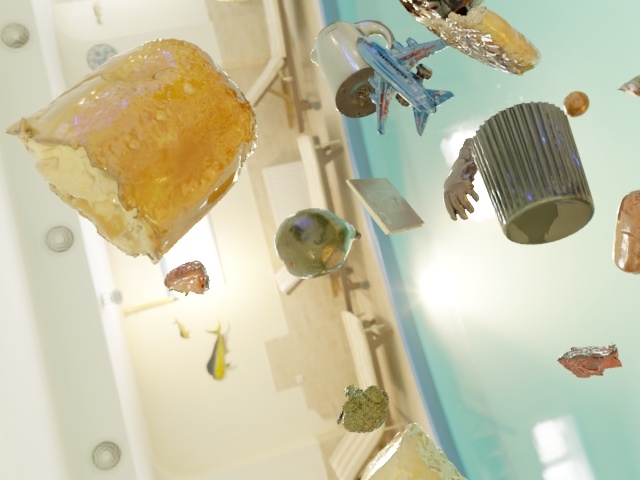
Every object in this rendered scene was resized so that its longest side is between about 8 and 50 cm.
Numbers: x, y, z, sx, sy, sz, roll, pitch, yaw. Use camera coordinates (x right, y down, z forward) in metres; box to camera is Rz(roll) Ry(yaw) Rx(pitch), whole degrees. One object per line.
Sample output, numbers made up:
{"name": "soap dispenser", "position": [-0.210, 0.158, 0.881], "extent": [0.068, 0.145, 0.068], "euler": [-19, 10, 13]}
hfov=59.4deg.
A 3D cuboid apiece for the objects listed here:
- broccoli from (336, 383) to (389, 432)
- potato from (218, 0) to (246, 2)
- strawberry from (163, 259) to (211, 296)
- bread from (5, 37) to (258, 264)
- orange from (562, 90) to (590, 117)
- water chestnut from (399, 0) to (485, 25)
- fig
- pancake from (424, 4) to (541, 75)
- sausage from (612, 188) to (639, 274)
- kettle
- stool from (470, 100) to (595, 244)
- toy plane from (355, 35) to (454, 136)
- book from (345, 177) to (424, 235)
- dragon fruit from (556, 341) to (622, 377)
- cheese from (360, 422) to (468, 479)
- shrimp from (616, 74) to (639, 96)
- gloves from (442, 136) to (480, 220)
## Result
{"name": "broccoli", "position": [0.102, 0.398, 1.339], "extent": [0.130, 0.131, 0.120], "euler": [29, -166, -48]}
{"name": "potato", "position": [-0.112, -0.474, 0.863], "extent": [0.255, 0.269, 0.112], "euler": [16, -152, -52]}
{"name": "strawberry", "position": [-0.395, 0.107, 1.686], "extent": [0.192, 0.141, 0.085], "euler": [85, -175, -61]}
{"name": "bread", "position": [-0.322, -0.196, 1.076], "extent": [0.361, 0.394, 0.250], "euler": [48, 162, -16]}
{"name": "orange", "position": [0.761, -0.405, 1.674], "extent": [0.085, 0.085, 0.085], "euler": [166, 90, -79]}
{"name": "water chestnut", "position": [0.289, -0.632, 1.259], "extent": [0.300, 0.300, 0.299], "euler": [166, 90, -79]}
{"name": "fig", "position": [0.000, 0.000, 1.493], "extent": [0.195, 0.245, 0.195], "euler": [26, 128, 39]}
{"name": "pancake", "position": [0.254, -0.347, 0.935], "extent": [0.244, 0.266, 0.057], "euler": [45, 112, 40]}
{"name": "sausage", "position": [0.798, -0.023, 1.393], "extent": [0.304, 0.121, 0.121], "euler": [56, -170, -53]}
{"name": "kettle", "position": [0.101, -0.476, 1.480], "extent": [0.161, 0.221, 0.236], "euler": [42, -158, -53]}
{"name": "stool", "position": [0.620, -0.186, 1.641], "extent": [0.297, 0.297, 0.330], "euler": [94, 173, -57]}
{"name": "toy plane", "position": [0.177, -0.374, 1.273], "extent": [0.271, 0.105, 0.254], "euler": [55, 131, 21]}
{"name": "book", "position": [0.125, -0.068, 1.055], "extent": [0.127, 0.014, 0.182], "euler": [53, -153, 13]}
{"name": "dragon fruit", "position": [0.834, 0.349, 1.729], "extent": [0.092, 0.123, 0.192], "euler": [-64, 10, -27]}
{"name": "cheese", "position": [0.132, 0.305, 0.643], "extent": [0.167, 0.123, 0.094], "euler": [47, 122, 13]}
{"name": "shrimp", "position": [0.737, -0.360, 1.264], "extent": [0.152, 0.287, 0.062], "euler": [-6, 104, 49]}
{"name": "gloves", "position": [0.482, -0.206, 1.905], "extent": [0.142, 0.119, 0.285], "euler": [-157, 70, -64]}
